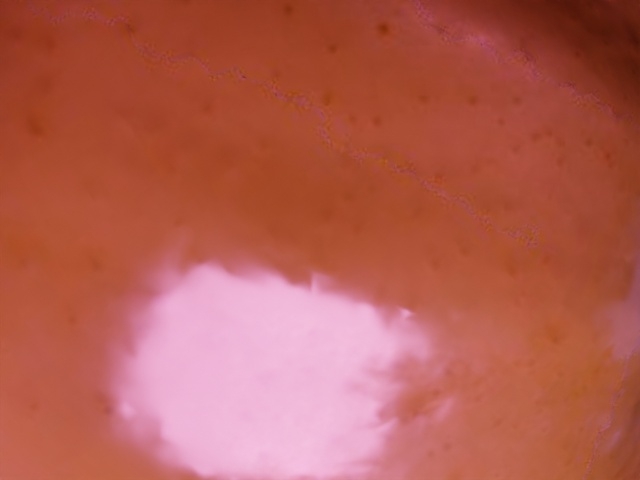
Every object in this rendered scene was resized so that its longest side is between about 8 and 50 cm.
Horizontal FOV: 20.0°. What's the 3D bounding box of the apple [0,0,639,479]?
[{"bbox_3d":[-0.010,-0.020,0.562,0.279,0.279,0.279,18,90,-90],"label":"apple"}]
